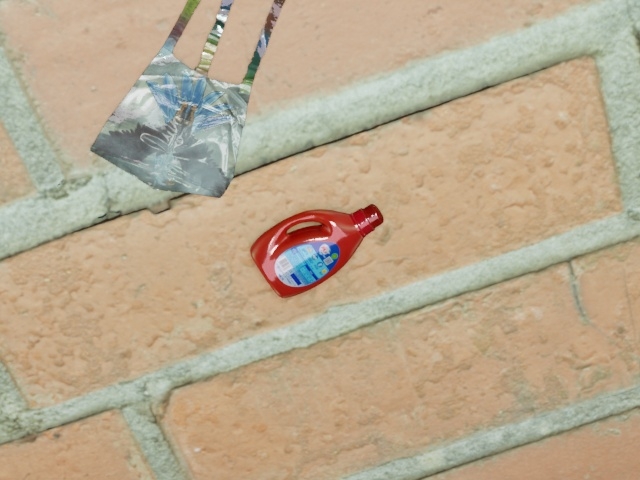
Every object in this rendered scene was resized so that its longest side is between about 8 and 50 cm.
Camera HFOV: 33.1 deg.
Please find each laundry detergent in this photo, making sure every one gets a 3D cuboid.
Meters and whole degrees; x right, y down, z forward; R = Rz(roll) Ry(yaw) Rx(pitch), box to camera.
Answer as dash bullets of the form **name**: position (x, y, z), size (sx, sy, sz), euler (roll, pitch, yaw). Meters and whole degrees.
- **laundry detergent**: position (0.000, 0.000, 1.346), size (0.165, 0.049, 0.097), euler (-31, 115, 7)

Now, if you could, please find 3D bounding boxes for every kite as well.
- **kite**: position (-0.128, -0.184, 1.244), size (0.169, 0.015, 0.310), euler (25, 115, -20)
